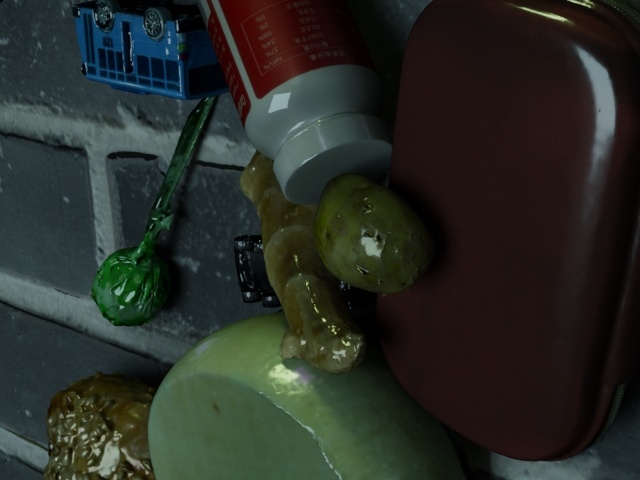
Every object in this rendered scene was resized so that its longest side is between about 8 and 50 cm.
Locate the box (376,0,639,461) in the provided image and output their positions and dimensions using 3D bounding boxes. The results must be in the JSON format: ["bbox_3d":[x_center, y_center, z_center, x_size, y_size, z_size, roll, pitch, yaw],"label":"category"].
[{"bbox_3d":[0.164,-0.016,1.051,0.263,0.108,0.404,29,123,40],"label":"box"}]

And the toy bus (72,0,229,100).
[{"bbox_3d":[-0.177,-0.208,1.357,0.184,0.090,0.106,16,117,42],"label":"toy bus"}]

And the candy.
[{"bbox_3d":[-0.180,-0.035,1.440,0.097,0.097,0.323,42,123,28],"label":"candy"}]

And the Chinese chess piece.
[{"bbox_3d":[-0.013,0.238,1.256,0.349,0.146,0.349,26,131,34],"label":"Chinese chess piece"}]

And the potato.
[{"bbox_3d":[0.036,-0.005,1.064,0.138,0.070,0.092,27,122,50],"label":"potato"}]

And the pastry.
[{"bbox_3d":[-0.243,0.280,1.497,0.255,0.161,0.311,69,158,5],"label":"pastry"}]

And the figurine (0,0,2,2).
[{"bbox_3d":[-0.361,-0.419,1.415,0.298,0.243,0.417,-22,67,57],"label":"figurine"}]

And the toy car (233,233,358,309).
[{"bbox_3d":[-0.020,0.030,1.295,0.165,0.062,0.071,7,109,45],"label":"toy car"}]

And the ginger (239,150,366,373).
[{"bbox_3d":[0.000,0.000,1.179,0.086,0.131,0.295,59,-166,-52],"label":"ginger"}]

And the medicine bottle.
[{"bbox_3d":[-0.024,-0.165,1.151,0.131,0.131,0.250,-46,58,44],"label":"medicine bottle"}]
